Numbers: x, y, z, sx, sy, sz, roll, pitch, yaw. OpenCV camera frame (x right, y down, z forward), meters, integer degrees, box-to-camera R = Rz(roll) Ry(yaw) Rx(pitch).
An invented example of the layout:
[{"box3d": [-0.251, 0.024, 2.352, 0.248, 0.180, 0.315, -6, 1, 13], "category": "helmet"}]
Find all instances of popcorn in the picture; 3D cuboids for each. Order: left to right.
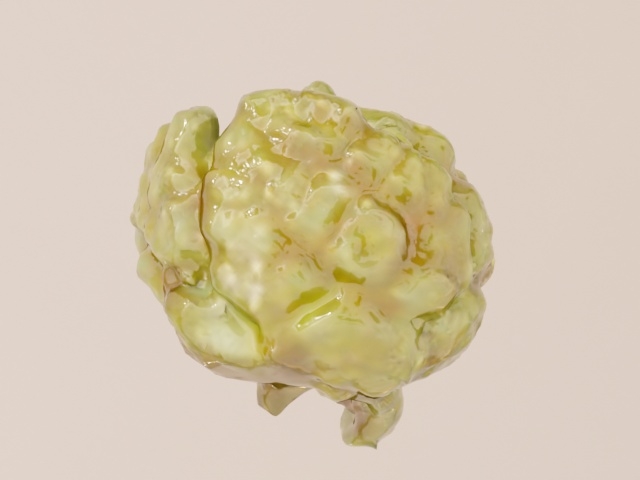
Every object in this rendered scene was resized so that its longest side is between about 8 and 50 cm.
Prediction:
[{"box3d": [0.008, 0.003, 1.408, 0.335, 0.279, 0.274, 15, -117, -20], "category": "popcorn"}]
